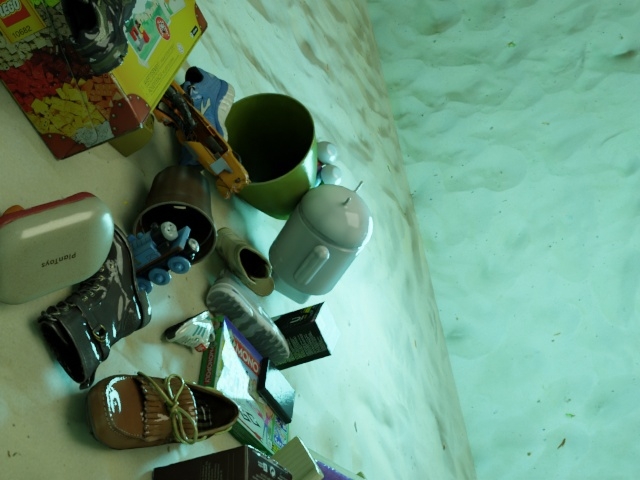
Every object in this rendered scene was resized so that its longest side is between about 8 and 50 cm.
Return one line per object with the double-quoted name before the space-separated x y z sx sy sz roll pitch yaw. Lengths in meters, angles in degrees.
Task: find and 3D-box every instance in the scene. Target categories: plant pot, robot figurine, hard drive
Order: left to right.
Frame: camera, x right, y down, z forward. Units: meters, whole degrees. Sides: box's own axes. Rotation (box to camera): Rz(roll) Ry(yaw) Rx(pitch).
"plant pot" -0.387 -0.236 1.740 0.081 0.083 0.082 45 32 -51
"plant pot" -0.293 -0.061 1.747 0.167 0.167 0.165 56 18 -36
"robot figurine" -0.261 -0.221 1.795 0.291 0.085 0.211 50 -1 -3
"plant pot" -0.121 -0.183 2.192 0.293 0.274 0.275 69 13 -60
"hard drive" -0.100 0.345 1.950 0.135 0.022 0.094 57 24 -35
"robot figurine" 0.000 0.000 2.169 0.199 0.353 0.300 29 29 -10

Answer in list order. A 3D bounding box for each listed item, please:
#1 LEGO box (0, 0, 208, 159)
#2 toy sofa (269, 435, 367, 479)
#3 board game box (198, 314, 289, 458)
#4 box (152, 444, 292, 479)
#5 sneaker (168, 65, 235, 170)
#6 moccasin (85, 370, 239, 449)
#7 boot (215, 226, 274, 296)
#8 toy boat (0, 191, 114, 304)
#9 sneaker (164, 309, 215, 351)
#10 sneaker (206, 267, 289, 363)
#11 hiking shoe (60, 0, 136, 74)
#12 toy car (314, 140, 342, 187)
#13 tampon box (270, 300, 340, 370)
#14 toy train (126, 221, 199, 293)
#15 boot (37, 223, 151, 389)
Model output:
"LEGO box" -0.439 -0.450 1.626 0.373 0.193 0.500 61 23 -28
"toy sofa" 0.013 0.590 1.900 0.177 0.150 0.362 53 5 39
"board game box" -0.162 0.343 1.891 0.317 0.046 0.214 54 28 -40
"box" -0.174 0.486 1.509 0.168 0.203 0.167 49 30 -47
"sneaker" -0.301 -0.282 1.990 0.147 0.129 0.330 35 39 -32
"moccasin" -0.268 0.304 1.499 0.380 0.147 0.139 36 40 -58
"boot" -0.154 0.072 1.978 0.213 0.077 0.165 54 -13 -29
"toy boat" -0.445 -0.007 1.337 0.231 0.151 0.151 -23 136 -44
"sneaker" -0.259 0.196 1.744 0.075 0.057 0.161 66 17 0
"sneaker" -0.153 0.176 1.968 0.281 0.105 0.115 57 25 -33
"hiking shoe" -0.362 -0.387 1.372 0.114 0.086 0.227 44 35 -58
"toy car" -0.030 -0.212 2.573 0.136 0.159 0.182 -1 73 -43
"tampon box" -0.051 0.237 2.098 0.101 0.161 0.120 66 20 -15
"toy train" -0.314 0.029 1.576 0.105 0.184 0.080 47 30 -28
"boot" -0.397 0.092 1.438 0.263 0.091 0.229 65 26 -9
